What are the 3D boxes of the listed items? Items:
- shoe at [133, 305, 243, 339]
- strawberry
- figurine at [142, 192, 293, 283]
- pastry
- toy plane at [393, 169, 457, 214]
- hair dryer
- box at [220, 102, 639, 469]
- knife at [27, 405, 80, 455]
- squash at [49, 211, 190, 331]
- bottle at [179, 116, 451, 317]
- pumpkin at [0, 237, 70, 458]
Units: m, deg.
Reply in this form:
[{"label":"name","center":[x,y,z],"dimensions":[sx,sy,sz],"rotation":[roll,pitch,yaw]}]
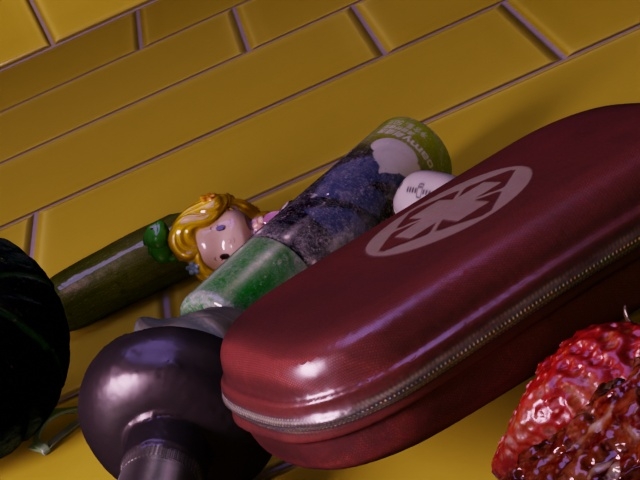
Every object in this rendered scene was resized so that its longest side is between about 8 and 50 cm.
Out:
[{"label":"shoe","center":[-0.094,0.105,1.532],"dimensions":[0.100,0.103,0.251],"rotation":[-8,5,-21]},{"label":"strawberry","center":[0.186,0.116,1.158],"dimensions":[0.148,0.131,0.131],"rotation":[-42,23,-9]},{"label":"figurine","center":[-0.092,0.001,1.825],"dimensions":[0.156,0.094,0.115],"rotation":[-11,-9,12]},{"label":"pastry","center":[0.165,0.150,1.051],"dimensions":[0.208,0.097,0.115],"rotation":[-43,37,11]},{"label":"toy plane","center":[0.137,-0.012,1.572],"dimensions":[0.251,0.101,0.255],"rotation":[-33,17,-22]},{"label":"hair dryer","center":[-0.204,0.219,1.316],"dimensions":[0.284,0.155,0.320],"rotation":[-5,34,21]},{"label":"box","center":[0.115,0.023,1.295],"dimensions":[0.404,0.108,0.263],"rotation":[-31,13,-18]},{"label":"knife","center":[-0.276,0.166,1.715],"dimensions":[0.078,0.022,0.166],"rotation":[-32,21,-34]},{"label":"squash","center":[-0.192,0.027,1.899],"dimensions":[0.239,0.069,0.069],"rotation":[-26,20,-2]},{"label":"bottle","center":[0.000,0.000,1.708],"dimensions":[0.093,0.093,0.330],"rotation":[-4,28,44]},{"label":"pumpkin","center":[-0.356,0.116,1.656],"dimensions":[0.248,0.248,0.248],"rotation":[-22,20,8]}]
